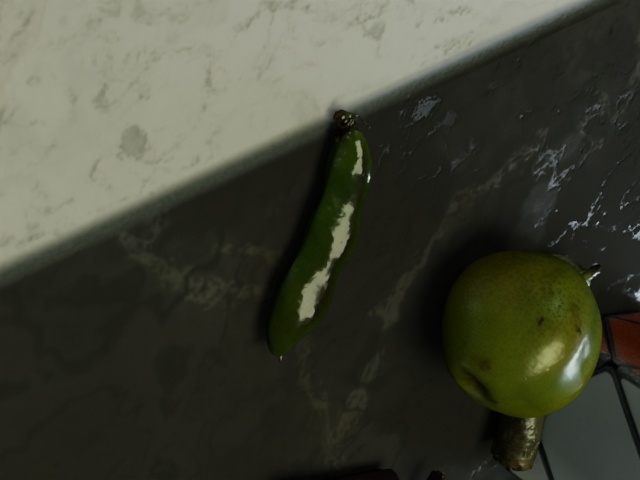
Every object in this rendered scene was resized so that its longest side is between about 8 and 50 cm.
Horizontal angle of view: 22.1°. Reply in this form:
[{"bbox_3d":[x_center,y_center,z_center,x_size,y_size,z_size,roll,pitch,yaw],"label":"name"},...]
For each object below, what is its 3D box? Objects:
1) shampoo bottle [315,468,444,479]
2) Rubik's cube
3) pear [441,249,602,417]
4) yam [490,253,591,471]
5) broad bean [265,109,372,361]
[{"bbox_3d":[0.043,0.283,1.755,0.236,0.067,0.068,4,122,-45],"label":"shampoo bottle"},{"bbox_3d":[0.374,0.219,1.920,0.205,0.207,0.205,-6,119,-43],"label":"Rubik's cube"},{"bbox_3d":[0.227,0.083,1.726,0.216,0.166,0.180,-40,124,-18],"label":"pear"},{"bbox_3d":[0.246,0.140,1.859,0.061,0.061,0.253,-5,117,-41],"label":"yam"},{"bbox_3d":[0.003,0.000,1.551,0.065,0.046,0.254,7,108,-38],"label":"broad bean"}]
